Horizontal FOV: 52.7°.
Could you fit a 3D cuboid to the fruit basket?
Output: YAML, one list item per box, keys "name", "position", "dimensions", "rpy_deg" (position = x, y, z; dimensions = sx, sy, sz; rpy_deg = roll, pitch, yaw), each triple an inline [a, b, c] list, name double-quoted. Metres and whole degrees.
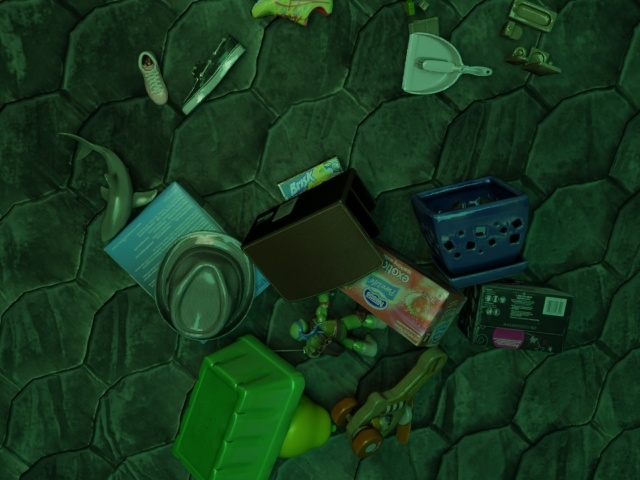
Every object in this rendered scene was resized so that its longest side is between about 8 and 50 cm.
- name: "fruit basket"
  position: [-0.152, 0.459, 1.693]
  dimensions: [0.283, 0.392, 0.392]
  rpy_deg: [30, 101, 36]

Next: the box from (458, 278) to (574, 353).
- name: "box"
  position: [0.508, 0.188, 1.703]
  dimensions: [0.247, 0.142, 0.163]
  rpy_deg: [7, 99, -6]

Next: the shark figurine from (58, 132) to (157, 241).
- name: "shark figurine"
  position: [-0.509, -0.158, 1.550]
  dimensions: [0.166, 0.116, 0.278]
  rpy_deg: [-25, 79, 5]

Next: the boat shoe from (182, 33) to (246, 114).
- name: "boat shoe"
  position: [-0.276, -0.405, 1.580]
  dimensions: [0.070, 0.078, 0.219]
  rpy_deg: [39, 88, -10]

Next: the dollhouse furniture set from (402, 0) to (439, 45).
- name: "dollhouse furniture set"
  position: [0.246, -0.565, 1.603]
  dimensions: [0.076, 0.058, 0.152]
  rpy_deg: [-16, 121, -8]

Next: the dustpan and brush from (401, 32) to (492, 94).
- name: "dustpan and brush"
  position: [0.321, -0.432, 1.610]
  dimensions: [0.211, 0.060, 0.147]
  rpy_deg: [2, 109, -13]

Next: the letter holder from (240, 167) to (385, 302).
- name: "letter holder"
  position: [0.000, 0.000, 1.577]
  dimensions: [0.301, 0.152, 0.214]
  rpy_deg: [-24, 115, 29]

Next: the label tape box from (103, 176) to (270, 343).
- name: "label tape box"
  position: [-0.328, 0.051, 1.644]
  dimensions: [0.249, 0.115, 0.348]
  rpy_deg: [-42, 103, 5]

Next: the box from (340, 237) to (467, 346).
- name: "box"
  position: [0.184, 0.119, 1.594]
  dimensions: [0.300, 0.142, 0.154]
  rpy_deg: [36, 100, 30]

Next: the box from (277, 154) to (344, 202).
- name: "box"
  position: [-0.024, -0.155, 1.650]
  dimensions: [0.168, 0.054, 0.059]
  rpy_deg: [-25, 101, 2]

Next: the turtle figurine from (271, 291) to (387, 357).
- name: "turtle figurine"
  position: [0.020, 0.212, 1.700]
  dimensions: [0.266, 0.274, 0.198]
  rpy_deg: [10, 77, -25]

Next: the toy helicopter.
- name: "toy helicopter"
  position: [0.215, 0.425, 1.720]
  dimensions: [0.355, 0.140, 0.235]
  rpy_deg: [-49, 138, 9]

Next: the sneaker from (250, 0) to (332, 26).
- name: "sneaker"
  position: [-0.064, -0.560, 1.557]
  dimensions: [0.208, 0.081, 0.094]
  rpy_deg: [-15, 104, -1]

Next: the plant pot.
- name: "plant pot"
  position: [0.378, -0.018, 1.617]
  dimensions: [0.235, 0.236, 0.212]
  rpy_deg: [-14, 108, -1]

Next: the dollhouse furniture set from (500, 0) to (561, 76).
- name: "dollhouse furniture set"
  position: [0.527, -0.503, 1.580]
  dimensions: [0.144, 0.123, 0.151]
  rpy_deg: [19, 99, -7]

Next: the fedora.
- name: "fedora"
  position: [-0.279, 0.123, 1.542]
  dimensions: [0.243, 0.124, 0.276]
  rpy_deg: [18, 100, -8]

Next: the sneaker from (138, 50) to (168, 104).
- name: "sneaker"
  position: [-0.410, -0.396, 1.573]
  dimensions: [0.051, 0.070, 0.134]
  rpy_deg: [-14, 102, -3]
